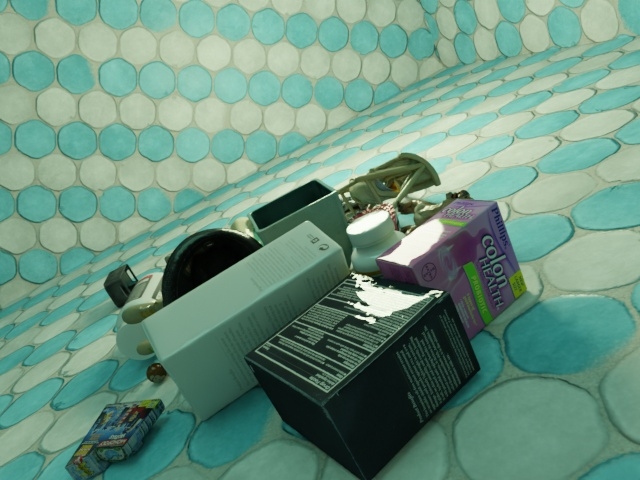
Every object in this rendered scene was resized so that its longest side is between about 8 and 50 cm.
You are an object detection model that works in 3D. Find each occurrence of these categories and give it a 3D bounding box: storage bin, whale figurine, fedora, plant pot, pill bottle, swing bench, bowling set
[{"bbox_3d":[-0.840,0.190,2.241,0.084,0.122,0.180,-27,20,-3],"label":"storage bin"},{"bbox_3d":[-0.245,0.021,1.908,0.141,0.216,0.272,12,11,-28],"label":"whale figurine"},{"bbox_3d":[-0.271,0.140,1.436,0.334,0.334,0.152,-33,-9,-18],"label":"fedora"},{"bbox_3d":[-0.041,-0.002,1.557,0.247,0.252,0.248,-28,20,-6],"label":"plant pot"},{"bbox_3d":[0.150,0.064,1.169,0.136,0.246,0.136,-23,20,9],"label":"pill bottle"},{"bbox_3d":[0.210,-0.174,1.727,0.254,0.165,0.253,-34,6,-17],"label":"swing bench"},{"bbox_3d":[-0.543,0.240,1.683,0.176,0.176,0.318,-25,20,4],"label":"pill bottle"},{"bbox_3d":[-0.404,0.286,1.471,0.154,0.200,0.287,-18,-23,23],"label":"bowling set"}]

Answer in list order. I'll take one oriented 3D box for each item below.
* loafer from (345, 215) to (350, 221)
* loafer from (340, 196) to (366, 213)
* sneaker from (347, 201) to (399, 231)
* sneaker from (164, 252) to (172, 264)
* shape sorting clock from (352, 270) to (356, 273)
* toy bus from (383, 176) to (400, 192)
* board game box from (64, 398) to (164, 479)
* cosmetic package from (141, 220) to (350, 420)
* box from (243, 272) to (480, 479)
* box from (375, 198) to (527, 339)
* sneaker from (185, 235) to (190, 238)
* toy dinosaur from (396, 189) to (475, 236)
[{"bbox_3d":[0.000,0.000,1.734,0.268,0.092,0.102,-28,20,-5],"label":"loafer"},{"bbox_3d":[0.149,-0.135,1.960,0.170,0.062,0.061,-15,61,11],"label":"loafer"},{"bbox_3d":[0.164,-0.033,1.501,0.121,0.112,0.299,-42,10,-5],"label":"sneaker"},{"bbox_3d":[-0.506,0.079,2.151,0.302,0.108,0.121,1,32,37],"label":"sneaker"},{"bbox_3d":[0.147,0.083,1.371,0.206,0.040,0.206,-41,20,19],"label":"shape sorting clock"},{"bbox_3d":[0.298,-0.251,1.972,0.190,0.104,0.202,-24,21,6],"label":"toy bus"},{"bbox_3d":[-0.478,0.464,1.222,0.194,0.060,0.194,-15,24,29],"label":"board game box"},{"bbox_3d":[-0.145,0.178,1.227,0.453,0.230,0.161,-32,40,-16],"label":"cosmetic package"},{"bbox_3d":[0.067,0.225,0.967,0.294,0.183,0.296,-34,20,-24],"label":"box"},{"bbox_3d":[0.268,0.069,1.063,0.243,0.214,0.117,-34,21,-23],"label":"box"},{"bbox_3d":[-0.558,0.038,2.279,0.278,0.118,0.107,-11,24,36],"label":"sneaker"},{"bbox_3d":[0.318,-0.062,1.466,0.200,0.127,0.295,-7,1,7],"label":"toy dinosaur"}]
